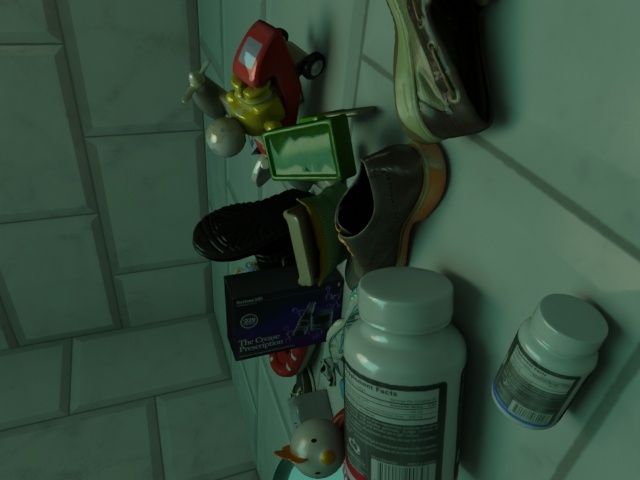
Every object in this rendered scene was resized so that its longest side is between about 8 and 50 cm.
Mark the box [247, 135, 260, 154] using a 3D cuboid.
[{"bbox_3d":[-0.194,-0.380,1.590,0.233,0.044,0.159,167,95,-71],"label":"box"}]

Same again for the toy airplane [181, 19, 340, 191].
[{"bbox_3d":[-0.146,-0.258,1.145,0.386,0.272,0.384,-1,120,54],"label":"toy airplane"}]

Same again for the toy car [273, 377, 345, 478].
[{"bbox_3d":[0.031,0.407,0.975,0.210,0.238,0.219,169,92,-71],"label":"toy car"}]

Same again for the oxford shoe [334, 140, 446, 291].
[{"bbox_3d":[0.076,-0.022,0.828,0.363,0.133,0.130,105,150,-49],"label":"oxford shoe"}]

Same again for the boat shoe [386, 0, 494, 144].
[{"bbox_3d":[0.145,-0.288,0.572,0.123,0.123,0.342,6,103,56],"label":"boat shoe"}]

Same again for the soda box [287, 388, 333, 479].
[{"bbox_3d":[-0.007,0.564,1.360,0.091,0.098,0.286,130,129,-62],"label":"soda box"}]

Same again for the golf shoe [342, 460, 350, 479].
[{"bbox_3d":[0.083,0.517,1.144,0.086,0.067,0.186,117,150,-65],"label":"golf shoe"}]

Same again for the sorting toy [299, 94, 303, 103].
[{"bbox_3d":[-0.072,-0.377,1.266,0.075,0.045,0.083,80,178,-79],"label":"sorting toy"}]

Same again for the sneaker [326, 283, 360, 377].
[{"bbox_3d":[0.069,0.199,0.921,0.283,0.110,0.122,102,177,-47],"label":"sneaker"}]

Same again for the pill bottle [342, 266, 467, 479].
[{"bbox_3d":[0.121,0.209,0.729,0.176,0.176,0.318,-142,47,-63],"label":"pill bottle"}]

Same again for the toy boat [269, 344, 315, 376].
[{"bbox_3d":[-0.112,0.298,1.434,0.231,0.151,0.151,111,151,-43],"label":"toy boat"}]

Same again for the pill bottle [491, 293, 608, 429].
[{"bbox_3d":[0.236,0.127,0.517,0.078,0.078,0.137,-120,29,-47],"label":"pill bottle"}]

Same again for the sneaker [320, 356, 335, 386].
[{"bbox_3d":[0.017,0.345,1.297,0.032,0.037,0.083,-160,62,-67],"label":"sneaker"}]

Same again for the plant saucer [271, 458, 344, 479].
[{"bbox_3d":[0.006,0.665,1.231,0.318,0.044,0.317,-6,81,36],"label":"plant saucer"}]

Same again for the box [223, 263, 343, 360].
[{"bbox_3d":[-0.087,0.161,1.176,0.103,0.261,0.184,-130,36,-56],"label":"box"}]

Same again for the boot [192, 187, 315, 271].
[{"bbox_3d":[-0.155,0.033,1.232,0.131,0.348,0.260,49,141,29],"label":"boot"}]

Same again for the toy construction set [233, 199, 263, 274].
[{"bbox_3d":[-0.188,0.000,1.600,0.215,0.151,0.327,64,144,40],"label":"toy construction set"}]

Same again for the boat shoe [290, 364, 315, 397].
[{"bbox_3d":[-0.056,0.487,1.512,0.081,0.069,0.227,-162,65,-70],"label":"boat shoe"}]

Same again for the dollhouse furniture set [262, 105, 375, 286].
[{"bbox_3d":[0.041,-0.077,0.895,0.151,0.197,0.301,2,111,37],"label":"dollhouse furniture set"}]
